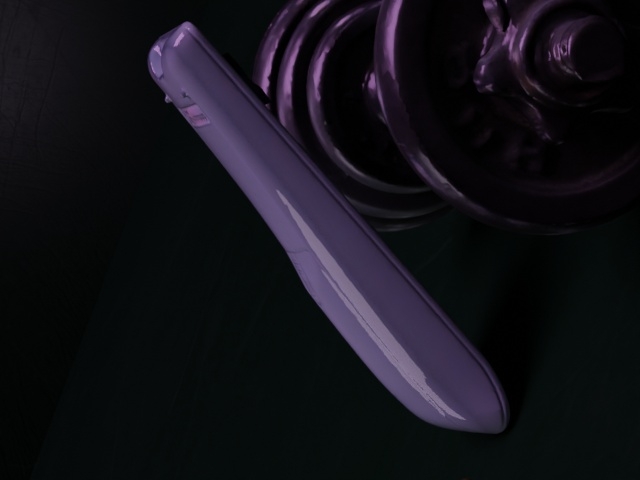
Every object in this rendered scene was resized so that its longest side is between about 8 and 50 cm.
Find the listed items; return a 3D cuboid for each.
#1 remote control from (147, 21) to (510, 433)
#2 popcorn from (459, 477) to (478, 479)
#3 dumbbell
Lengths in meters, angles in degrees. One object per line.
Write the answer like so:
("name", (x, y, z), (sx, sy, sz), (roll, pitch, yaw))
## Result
("remote control", (0.001, -0.001, 0.949), (0.051, 0.293, 0.103), (-40, 10, -10))
("popcorn", (0.074, 0.170, 0.795), (0.106, 0.116, 0.120), (56, 149, 13))
("dumbbell", (0.075, -0.091, 0.945), (0.406, 0.179, 0.179), (-177, 104, -75))
